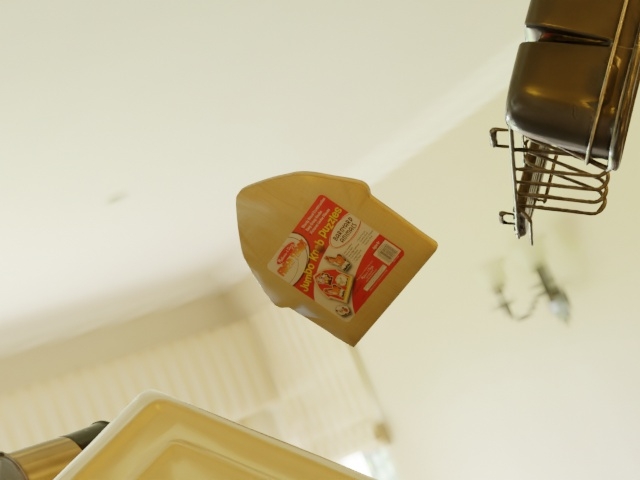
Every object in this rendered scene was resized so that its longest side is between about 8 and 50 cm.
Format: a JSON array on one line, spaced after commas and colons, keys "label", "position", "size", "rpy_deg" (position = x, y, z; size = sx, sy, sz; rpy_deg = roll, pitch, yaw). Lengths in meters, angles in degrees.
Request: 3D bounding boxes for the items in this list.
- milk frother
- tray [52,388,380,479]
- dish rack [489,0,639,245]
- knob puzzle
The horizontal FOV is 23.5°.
[{"label": "milk frother", "position": [-0.236, 0.248, 1.534], "size": [0.134, 0.129, 0.143], "rpy_deg": [-15, -9, -46]}, {"label": "tray", "position": [-0.025, 0.155, 0.808], "size": [0.145, 0.270, 0.030], "rpy_deg": [-45, -36, -42]}, {"label": "dish rack", "position": [0.157, -0.112, 0.904], "size": [0.074, 0.208, 0.271], "rpy_deg": [14, -15, 11]}, {"label": "knob puzzle", "position": [0.000, 0.000, 1.581], "size": [0.213, 0.213, 0.030], "rpy_deg": [-30, 18, 35]}]
